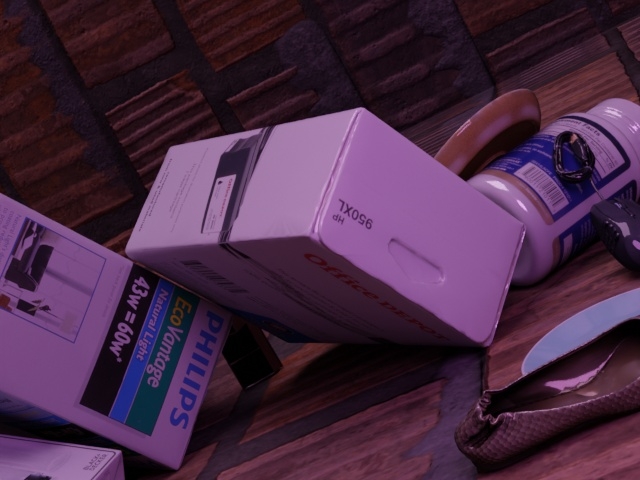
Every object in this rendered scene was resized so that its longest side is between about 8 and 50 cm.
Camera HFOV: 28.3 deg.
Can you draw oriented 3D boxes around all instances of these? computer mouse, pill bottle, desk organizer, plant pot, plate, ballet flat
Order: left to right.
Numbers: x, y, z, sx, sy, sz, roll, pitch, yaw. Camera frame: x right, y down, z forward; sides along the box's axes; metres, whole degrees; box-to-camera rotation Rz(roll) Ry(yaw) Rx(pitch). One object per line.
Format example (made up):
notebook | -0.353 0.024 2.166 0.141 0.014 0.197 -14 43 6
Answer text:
desk organizer | -0.110 0.138 1.751 0.047 0.130 0.050 -22 14 31
plant pot | 0.203 -0.090 1.622 0.236 0.032 0.236 -39 -23 -19
pill bottle | 0.308 -0.068 1.597 0.264 0.153 0.153 -33 11 -28
ballet flat | 0.226 0.118 1.094 0.250 0.058 0.084 -28 33 8
computer mouse | 0.327 -0.055 1.445 0.071 0.041 0.242 -15 45 -10
plate | 0.282 0.095 1.216 0.188 0.024 0.188 -27 9 5

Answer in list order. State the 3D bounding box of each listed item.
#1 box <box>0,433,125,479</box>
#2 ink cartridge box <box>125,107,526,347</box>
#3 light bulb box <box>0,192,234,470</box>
box | -0.389 0.300 1.463 0.290 0.087 0.169 4 22 17
ink cartridge box | 0.000 0.000 1.516 0.395 0.285 0.166 -4 60 53
light bulb box | -0.374 0.136 1.663 0.358 0.361 0.225 -15 51 55
